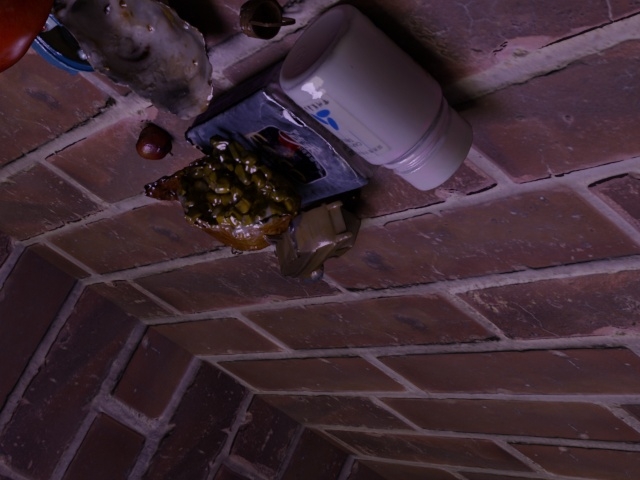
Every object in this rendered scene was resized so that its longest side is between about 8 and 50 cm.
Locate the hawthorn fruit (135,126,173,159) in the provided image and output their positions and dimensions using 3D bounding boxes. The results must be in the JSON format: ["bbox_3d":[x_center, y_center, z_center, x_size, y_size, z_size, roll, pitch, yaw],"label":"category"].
[{"bbox_3d":[-0.356,-0.206,2.416,0.077,0.077,0.077,23,158,10],"label":"hawthorn fruit"}]

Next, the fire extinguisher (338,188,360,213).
[{"bbox_3d":[0.052,-0.078,2.283,0.046,0.032,0.100,16,152,-1],"label":"fire extinguisher"}]

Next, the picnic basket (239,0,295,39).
[{"bbox_3d":[-0.080,-0.346,1.771,0.083,0.072,0.072,20,160,42],"label":"picnic basket"}]

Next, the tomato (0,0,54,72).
[{"bbox_3d":[-0.601,-0.423,1.867,0.289,0.325,0.293,24,151,-30],"label":"tomato"}]

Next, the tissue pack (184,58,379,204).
[{"bbox_3d":[-0.065,-0.185,2.056,0.259,0.122,0.361,39,158,-20],"label":"tissue pack"}]

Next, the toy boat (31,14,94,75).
[{"bbox_3d":[-0.492,-0.397,2.114,0.098,0.109,0.238,-26,133,21],"label":"toy boat"}]

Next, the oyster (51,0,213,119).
[{"bbox_3d":[-0.325,-0.381,1.918,0.396,0.111,0.204,37,129,11],"label":"oyster"}]

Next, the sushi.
[{"bbox_3d":[-0.169,-0.082,2.069,0.296,0.167,0.179,30,173,36],"label":"sushi"}]

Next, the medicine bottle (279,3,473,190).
[{"bbox_3d":[0.092,-0.214,1.740,0.293,0.170,0.170,36,157,-25],"label":"medicine bottle"}]

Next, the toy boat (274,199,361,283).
[{"bbox_3d":[0.000,0.000,2.307,0.162,0.136,0.445,-16,174,-9],"label":"toy boat"}]
